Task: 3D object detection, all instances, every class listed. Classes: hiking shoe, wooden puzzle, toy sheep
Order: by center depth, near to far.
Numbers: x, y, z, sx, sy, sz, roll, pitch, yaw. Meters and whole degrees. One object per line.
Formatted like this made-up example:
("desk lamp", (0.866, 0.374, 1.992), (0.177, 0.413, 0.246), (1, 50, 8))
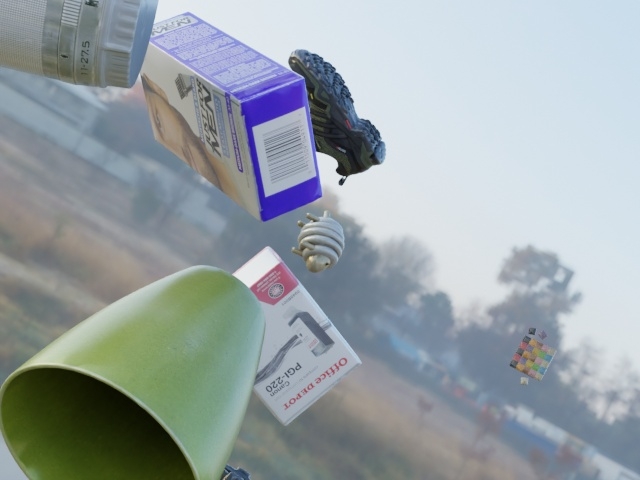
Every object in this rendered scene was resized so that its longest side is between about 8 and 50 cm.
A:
("wooden puzzle", (0.300, 0.166, 1.783), (0.049, 0.083, 0.006), (27, -9, 22))
("hiking shoe", (0.002, -0.193, 2.010), (0.227, 0.114, 0.086), (55, 25, -7))
("toy sheep", (0.000, 0.000, 2.218), (0.091, 0.132, 0.091), (10, -30, 6))

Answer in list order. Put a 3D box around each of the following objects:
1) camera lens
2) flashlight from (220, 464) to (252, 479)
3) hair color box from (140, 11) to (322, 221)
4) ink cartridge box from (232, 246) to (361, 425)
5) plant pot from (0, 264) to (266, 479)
("camera lens", (-0.346, -0.315, 1.562), (0.274, 0.220, 0.219), (13, -3, -4))
("flashlight", (-0.188, 0.432, 1.657), (0.103, 0.304, 0.103), (37, -4, -28))
("hair color box", (-0.137, -0.181, 1.771), (0.339, 0.110, 0.185), (38, -35, 51))
("ink cartridge box", (-0.066, 0.146, 1.911), (0.218, 0.158, 0.092), (52, -3, -23))
("plant pot", (-0.194, 0.168, 1.541), (0.274, 0.293, 0.275), (15, -50, 19))
